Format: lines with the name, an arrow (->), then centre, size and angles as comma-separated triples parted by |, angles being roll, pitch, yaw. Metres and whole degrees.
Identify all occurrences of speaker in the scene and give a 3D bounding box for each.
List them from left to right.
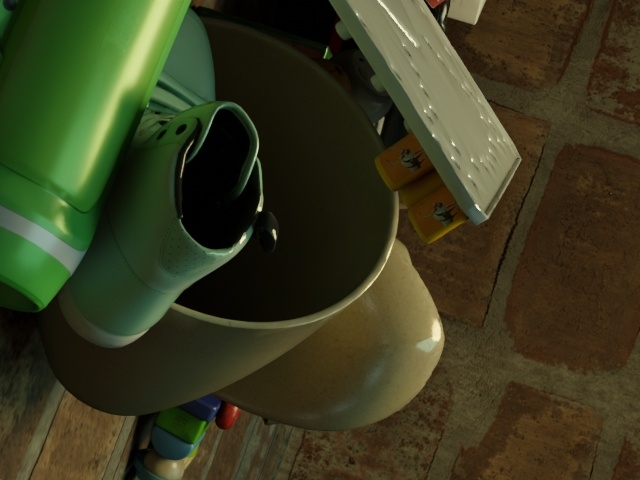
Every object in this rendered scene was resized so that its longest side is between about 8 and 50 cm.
speaker -> -0.150, -0.115, 0.865 | 0.131, 0.131, 0.296 | 84, 26, -73

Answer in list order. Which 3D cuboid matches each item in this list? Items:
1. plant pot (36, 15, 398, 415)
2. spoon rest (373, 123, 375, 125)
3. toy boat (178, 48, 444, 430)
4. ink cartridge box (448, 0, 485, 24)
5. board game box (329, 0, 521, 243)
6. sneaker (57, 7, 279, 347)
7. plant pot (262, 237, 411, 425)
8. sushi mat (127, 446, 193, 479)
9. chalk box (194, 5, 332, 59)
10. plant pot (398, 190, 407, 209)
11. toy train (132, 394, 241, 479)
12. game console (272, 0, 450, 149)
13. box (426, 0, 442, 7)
plant pot -> -0.115, 0.017, 1.142 | 0.274, 0.256, 0.256 | -53, -170, 50
spoon rest -> 0.010, -0.013, 1.441 | 0.137, 0.084, 0.276 | -41, 151, -76
toy boat -> 0.000, 0.000, 1.282 | 0.148, 0.267, 0.318 | -14, 111, -54
ink cartridge box -> 0.131, -0.377, 1.971 | 0.086, 0.203, 0.148 | 100, 12, -48
board game box -> 0.021, -0.195, 1.178 | 0.050, 0.390, 0.390 | -33, -178, 14
sneaker -> -0.076, -0.069, 0.933 | 0.151, 0.094, 0.256 | -32, -138, 43
plant pot -> 0.014, 0.076, 1.860 | 0.284, 0.191, 0.284 | 175, -90, -83
sushi mat -> -0.198, 0.288, 1.923 | 0.316, 0.019, 0.151 | -55, 161, -65
chalk box -> -0.066, -0.130, 1.416 | 0.213, 0.132, 0.132 | 49, 61, -83
plant pot -> 0.087, -0.197, 2.103 | 0.263, 0.263, 0.229 | 92, -1, -66
toy train -> -0.143, 0.195, 1.824 | 0.143, 0.105, 0.248 | -63, 176, 18
game console -> 0.024, -0.158, 1.616 | 0.342, 0.060, 0.386 | -123, -142, -49
box -> 0.063, -0.338, 1.264 | 0.257, 0.122, 0.128 | 46, 16, -39
